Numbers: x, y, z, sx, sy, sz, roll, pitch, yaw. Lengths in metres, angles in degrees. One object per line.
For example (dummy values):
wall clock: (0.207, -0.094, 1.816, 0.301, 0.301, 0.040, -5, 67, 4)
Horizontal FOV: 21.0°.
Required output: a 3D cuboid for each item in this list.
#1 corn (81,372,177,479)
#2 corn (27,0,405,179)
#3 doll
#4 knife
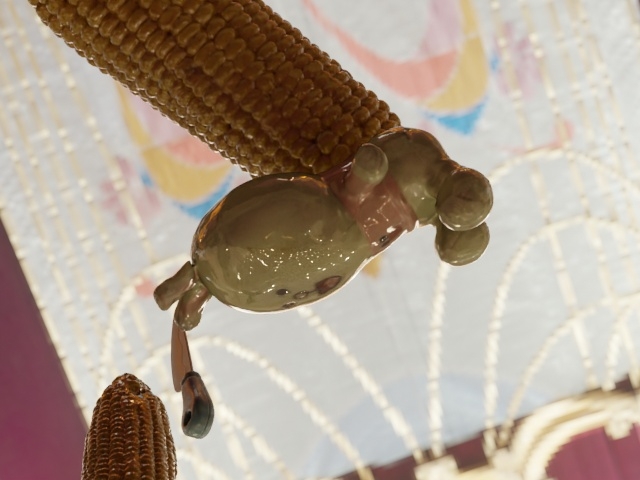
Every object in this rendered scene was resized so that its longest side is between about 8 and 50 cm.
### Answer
corn: (-0.184, 0.223, 1.667, 0.097, 0.097, 0.262, -18, -149, 6)
corn: (-0.093, -0.159, 1.486, 0.144, 0.387, 0.144, -52, 173, -10)
doll: (0.000, -0.012, 1.359, 0.275, 0.113, 0.155, -17, 156, 6)
knife: (-0.172, 0.169, 2.174, 0.032, 0.058, 0.244, 14, -155, -22)
